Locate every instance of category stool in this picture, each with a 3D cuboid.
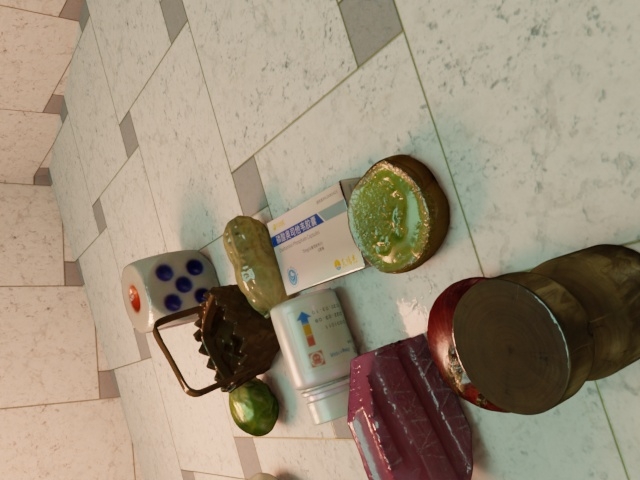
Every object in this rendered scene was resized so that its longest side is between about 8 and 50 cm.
[{"bbox_3d":[0.337,0.113,0.842,0.179,0.264,0.179,19,114,51],"label":"stool"}]

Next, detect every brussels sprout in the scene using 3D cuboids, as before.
[{"bbox_3d":[-0.202,0.492,1.808,0.161,0.144,0.180,52,-173,-40],"label":"brussels sprout"}]

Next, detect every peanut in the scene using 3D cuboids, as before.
[{"bbox_3d":[-0.168,0.060,1.630,0.159,0.143,0.291,107,140,-66],"label":"peanut"}]

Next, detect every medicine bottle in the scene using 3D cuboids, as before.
[{"bbox_3d":[0.000,0.271,1.438,0.170,0.170,0.293,-34,72,53],"label":"medicine bottle"}]

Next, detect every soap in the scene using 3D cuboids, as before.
[{"bbox_3d":[0.175,0.360,1.193,0.324,0.220,0.127,67,152,15],"label":"soap"}]

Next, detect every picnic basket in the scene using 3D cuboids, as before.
[{"bbox_3d":[-0.278,0.282,1.708,0.254,0.321,0.291,53,140,26],"label":"picnic basket"}]

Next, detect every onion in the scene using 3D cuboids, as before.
[{"bbox_3d":[0.287,0.179,1.040,0.248,0.161,0.248,-4,84,37],"label":"onion"}]

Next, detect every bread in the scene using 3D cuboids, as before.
[{"bbox_3d":[0.148,-0.050,1.205,0.236,0.070,0.236,15,110,45],"label":"bread"}]

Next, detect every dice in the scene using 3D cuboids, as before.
[{"bbox_3d":[-0.501,0.169,2.035,0.259,0.251,0.243,-28,75,54],"label":"dice"}]

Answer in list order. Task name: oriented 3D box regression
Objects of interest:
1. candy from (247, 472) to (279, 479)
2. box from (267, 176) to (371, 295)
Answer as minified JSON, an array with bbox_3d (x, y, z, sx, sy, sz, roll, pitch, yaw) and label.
[{"bbox_3d":[-0.154,0.896,1.771,0.386,0.186,0.427,106,156,-44],"label":"candy"},{"bbox_3d":[0.000,0.000,1.447,0.343,0.065,0.200,-24,79,54],"label":"box"}]
